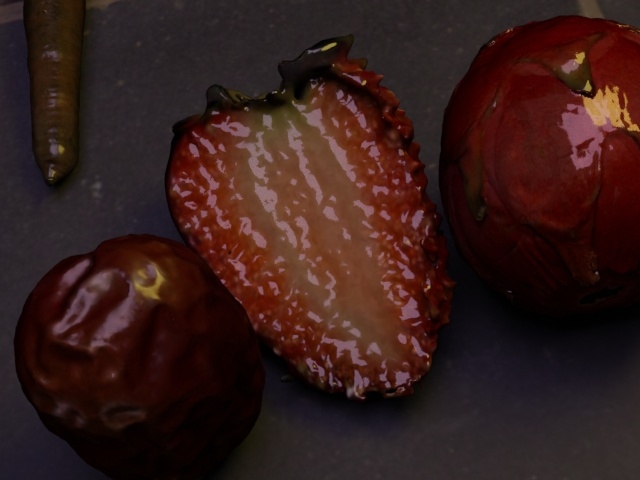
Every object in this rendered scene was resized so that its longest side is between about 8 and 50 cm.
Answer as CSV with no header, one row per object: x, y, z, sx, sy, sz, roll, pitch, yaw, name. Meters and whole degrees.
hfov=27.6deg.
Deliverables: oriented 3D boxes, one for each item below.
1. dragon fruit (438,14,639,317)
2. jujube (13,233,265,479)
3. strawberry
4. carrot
0.204,-0.062,1.059,0.241,0.241,0.252,13,72,17,dragon fruit
-0.130,0.096,0.990,0.174,0.250,0.174,-7,57,10,jujube
0.000,0.000,1.126,0.233,0.138,0.306,-22,80,17,strawberry
-0.269,-0.194,1.319,0.070,0.070,0.342,-8,61,4,carrot
